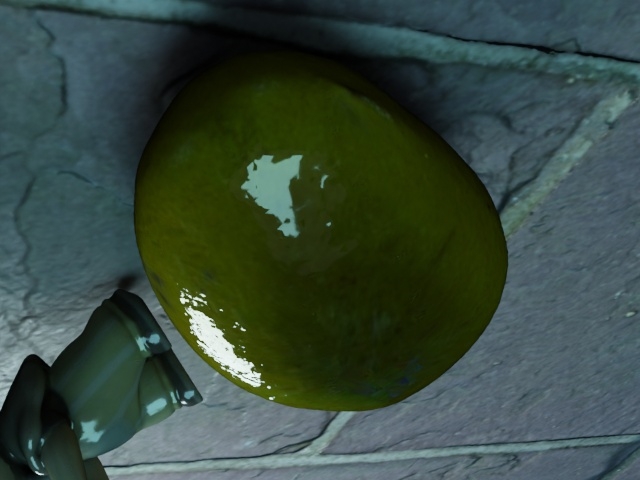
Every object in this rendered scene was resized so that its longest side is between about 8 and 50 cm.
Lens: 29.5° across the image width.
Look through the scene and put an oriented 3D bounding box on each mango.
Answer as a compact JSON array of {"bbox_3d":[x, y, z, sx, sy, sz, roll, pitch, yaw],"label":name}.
[{"bbox_3d":[0.000,0.000,0.874,0.253,0.182,0.365,-21,149,6],"label":"mango"}]

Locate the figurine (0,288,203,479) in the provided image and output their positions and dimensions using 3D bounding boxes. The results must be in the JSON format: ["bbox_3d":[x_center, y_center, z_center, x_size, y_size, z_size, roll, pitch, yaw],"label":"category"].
[{"bbox_3d":[-0.291,0.175,1.005,0.380,0.203,0.248,-27,156,-8],"label":"figurine"}]
